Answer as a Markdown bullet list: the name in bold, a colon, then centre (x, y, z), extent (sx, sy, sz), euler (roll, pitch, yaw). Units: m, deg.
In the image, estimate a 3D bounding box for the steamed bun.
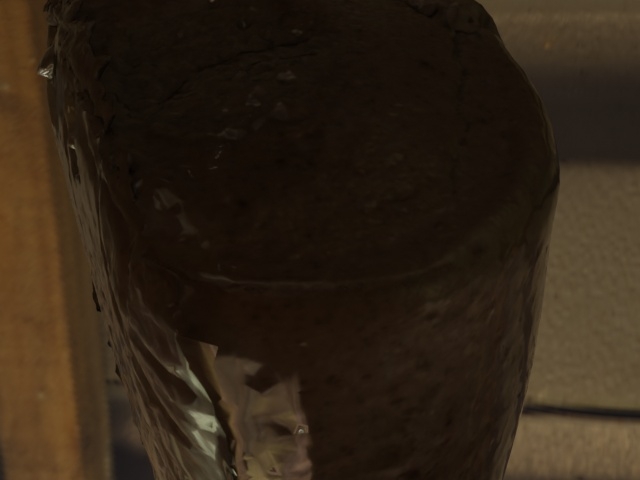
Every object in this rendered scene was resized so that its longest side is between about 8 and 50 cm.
- **steamed bun**: centre (0.000, 0.000, 0.706), extent (0.199, 0.301, 0.251), euler (-16, -51, -11)
